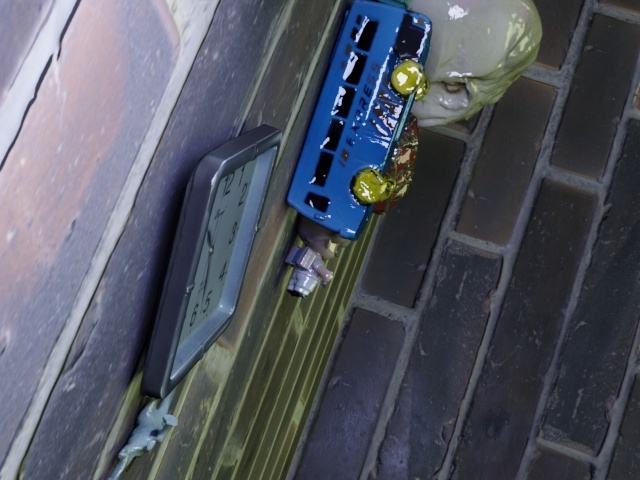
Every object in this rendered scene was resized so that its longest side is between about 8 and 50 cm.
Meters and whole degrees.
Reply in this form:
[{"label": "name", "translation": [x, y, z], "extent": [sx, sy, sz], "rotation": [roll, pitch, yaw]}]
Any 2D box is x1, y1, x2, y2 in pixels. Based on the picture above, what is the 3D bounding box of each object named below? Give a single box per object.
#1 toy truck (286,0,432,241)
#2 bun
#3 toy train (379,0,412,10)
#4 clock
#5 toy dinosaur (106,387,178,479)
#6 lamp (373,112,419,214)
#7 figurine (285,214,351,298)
[{"label": "toy truck", "translation": [0.071, -0.196, 1.539], "extent": [0.161, 0.162, 0.384], "rotation": [-31, 140, -79]}, {"label": "bun", "translation": [0.252, -0.350, 1.758], "extent": [0.361, 0.361, 0.213], "rotation": [90, -6, -67]}, {"label": "toy train", "translation": [0.137, -0.490, 1.529], "extent": [0.203, 0.112, 0.163], "rotation": [98, 19, -48]}, {"label": "clock", "translation": [-0.126, 0.014, 1.054], "extent": [0.273, 0.049, 0.278], "rotation": [-51, 158, -72]}, {"label": "toy dinosaur", "translation": [-0.202, 0.223, 1.076], "extent": [0.106, 0.044, 0.187], "rotation": [-60, -171, 16]}, {"label": "lamp", "translation": [0.099, -0.159, 1.773], "extent": [0.274, 0.177, 0.177], "rotation": [92, 18, -65]}, {"label": "figurine", "translation": [0.000, 0.000, 1.718], "extent": [0.229, 0.112, 0.137], "rotation": [-64, -161, -9]}]
